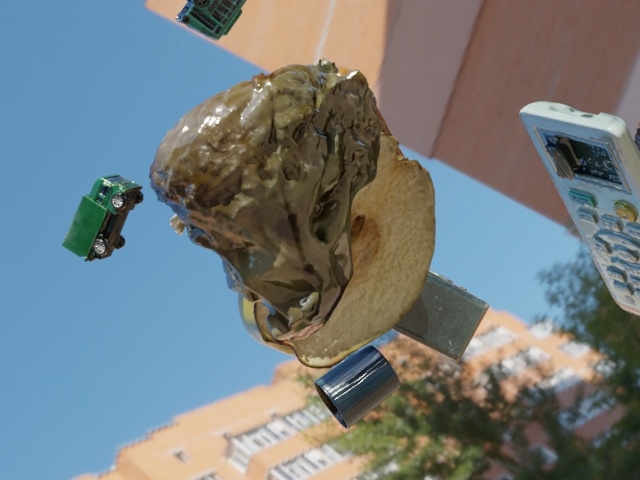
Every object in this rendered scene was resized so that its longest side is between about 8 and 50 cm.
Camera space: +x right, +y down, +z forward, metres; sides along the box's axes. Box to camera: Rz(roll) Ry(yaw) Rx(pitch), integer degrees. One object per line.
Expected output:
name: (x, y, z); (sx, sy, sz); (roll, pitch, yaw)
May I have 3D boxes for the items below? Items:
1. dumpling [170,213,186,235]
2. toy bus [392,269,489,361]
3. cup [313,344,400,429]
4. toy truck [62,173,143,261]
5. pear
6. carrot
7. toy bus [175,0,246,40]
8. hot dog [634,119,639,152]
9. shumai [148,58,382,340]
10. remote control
dumpling: (-0.175, -0.075, 1.638); (0.188, 0.108, 0.127); (-51, 1, -33)
toy bus: (0.175, 0.116, 2.254); (0.324, 0.194, 0.161); (28, -87, -21)
cup: (0.065, 0.277, 2.125); (0.138, 0.150, 0.113); (-34, -39, -13)
toy truck: (-0.350, -0.038, 1.738); (0.147, 0.079, 0.065); (-62, -13, 20)
pear: (0.000, 0.000, 1.742); (0.340, 0.191, 0.386); (40, -99, -32)
carrot: (0.093, -0.181, 1.797); (0.069, 0.069, 0.336); (-49, -57, -14)
toy bus: (-0.166, -0.413, 1.788); (0.092, 0.079, 0.160); (35, -88, -21)
hot dog: (0.704, -0.065, 1.814); (0.367, 0.366, 0.196); (-56, -32, -50)
shumai: (-0.029, -0.045, 1.291); (0.346, 0.283, 0.217); (-10, -21, -46)
remote control: (0.270, -0.012, 0.924); (0.051, 0.103, 0.293); (-50, -52, -14)
